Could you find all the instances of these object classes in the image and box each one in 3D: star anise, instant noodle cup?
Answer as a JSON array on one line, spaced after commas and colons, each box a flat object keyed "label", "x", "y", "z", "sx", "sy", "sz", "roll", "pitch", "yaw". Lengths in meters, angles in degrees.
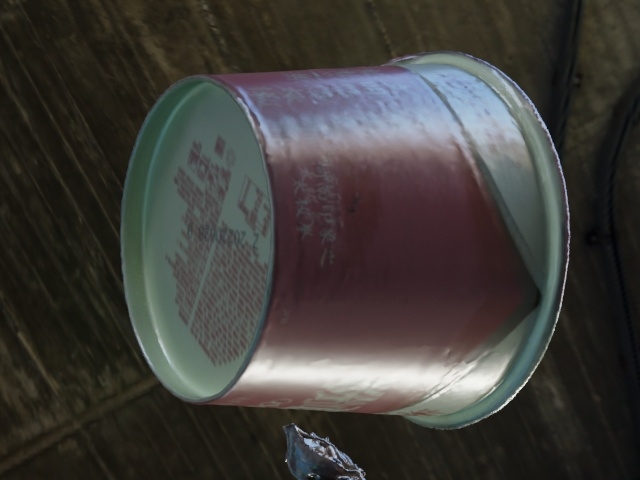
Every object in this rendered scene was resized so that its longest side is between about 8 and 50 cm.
[{"label": "star anise", "x": 0.006, "y": 0.194, "z": 0.917, "sx": 0.056, "sy": 0.124, "sz": 0.129, "roll": -27, "pitch": -66, "yaw": 7}, {"label": "instant noodle cup", "x": 0.000, "y": 0.000, "z": 0.669, "sx": 0.178, "sy": 0.234, "sz": 0.235, "roll": 0, "pitch": -76, "yaw": -34}]
